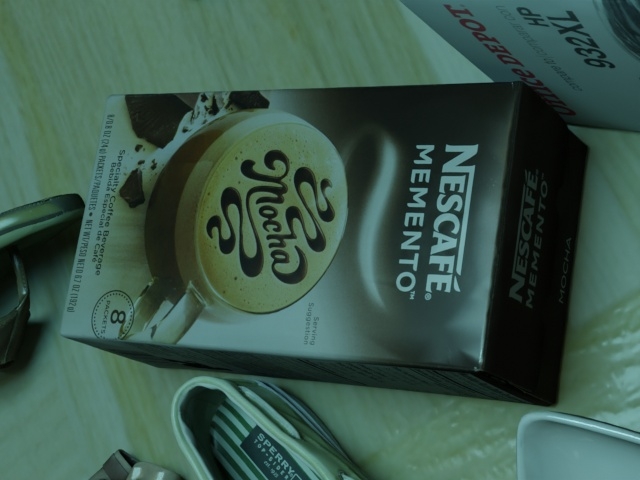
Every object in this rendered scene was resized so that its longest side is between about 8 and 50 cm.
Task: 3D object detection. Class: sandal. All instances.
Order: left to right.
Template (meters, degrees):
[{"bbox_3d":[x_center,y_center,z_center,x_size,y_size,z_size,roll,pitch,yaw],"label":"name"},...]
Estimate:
[{"bbox_3d":[-0.271,0.076,1.001,0.086,0.120,0.303,45,103,4],"label":"sandal"}]

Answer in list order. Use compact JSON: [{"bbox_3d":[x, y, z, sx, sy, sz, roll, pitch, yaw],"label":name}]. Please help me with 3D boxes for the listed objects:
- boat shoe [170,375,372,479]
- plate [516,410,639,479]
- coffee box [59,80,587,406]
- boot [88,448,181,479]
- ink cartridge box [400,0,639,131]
[{"bbox_3d":[0.012,0.191,0.794,0.302,0.094,0.109,40,97,33],"label":"boat shoe"},{"bbox_3d":[0.228,0.214,0.619,0.277,0.045,0.278,9,119,32],"label":"plate"},{"bbox_3d":[0.000,0.000,0.843,0.297,0.119,0.168,1,76,31],"label":"coffee box"},{"bbox_3d":[-0.117,0.194,0.904,0.118,0.042,0.087,23,80,26],"label":"boot"},{"bbox_3d":[0.221,-0.136,0.692,0.307,0.223,0.129,11,82,33],"label":"ink cartridge box"}]
